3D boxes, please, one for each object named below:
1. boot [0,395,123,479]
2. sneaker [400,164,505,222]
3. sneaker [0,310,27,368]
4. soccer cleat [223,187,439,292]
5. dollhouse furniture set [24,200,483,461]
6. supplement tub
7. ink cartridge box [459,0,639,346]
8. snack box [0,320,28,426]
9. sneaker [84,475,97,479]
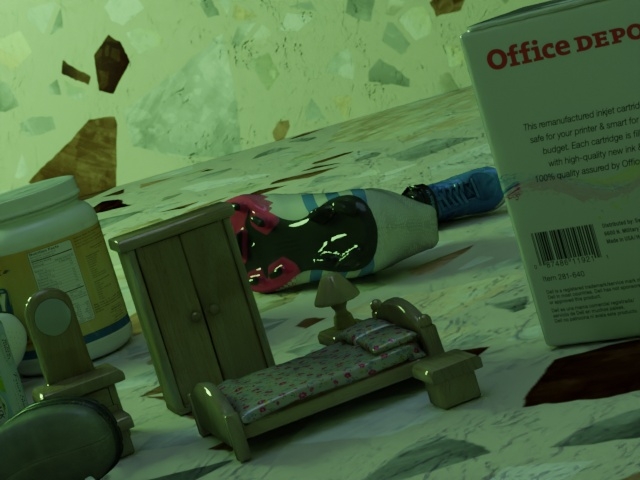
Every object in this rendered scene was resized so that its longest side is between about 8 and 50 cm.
[{"bbox_3d":[-0.285,0.214,1.549,0.246,0.083,0.161,-19,15,23],"label":"boot"},{"bbox_3d":[0.154,-0.049,2.307,0.152,0.058,0.084,-14,3,44],"label":"sneaker"},{"bbox_3d":[-0.357,0.147,1.992,0.145,0.090,0.270,-9,16,37],"label":"sneaker"},{"bbox_3d":[0.000,0.000,2.216,0.143,0.116,0.331,-4,2,-38],"label":"soccer cleat"},{"bbox_3d":[-0.080,0.078,1.634,0.303,0.174,0.355,-20,9,-17],"label":"dollhouse furniture set"},{"bbox_3d":[-0.307,0.039,2.183,0.144,0.200,0.144,-17,9,3],"label":"supplement tub"},{"bbox_3d":[0.256,-0.069,1.570,0.201,0.278,0.117,-10,12,36],"label":"ink cartridge box"},{"bbox_3d":[-0.310,0.151,1.705,0.100,0.141,0.037,-15,9,16],"label":"snack box"},{"bbox_3d":[-0.180,0.209,1.503,0.035,0.031,0.083,-33,9,-14],"label":"sneaker"}]
